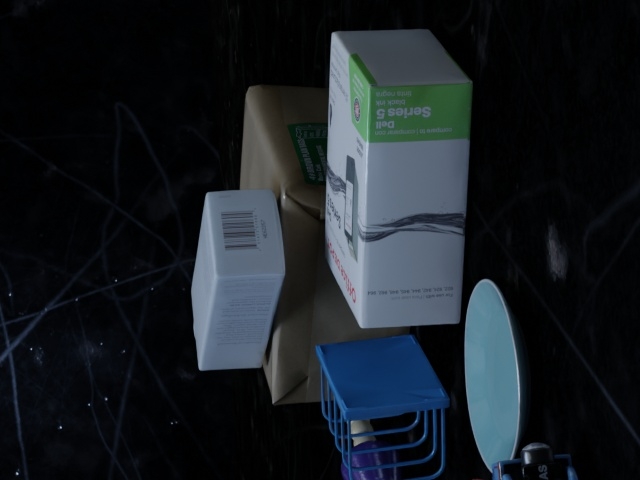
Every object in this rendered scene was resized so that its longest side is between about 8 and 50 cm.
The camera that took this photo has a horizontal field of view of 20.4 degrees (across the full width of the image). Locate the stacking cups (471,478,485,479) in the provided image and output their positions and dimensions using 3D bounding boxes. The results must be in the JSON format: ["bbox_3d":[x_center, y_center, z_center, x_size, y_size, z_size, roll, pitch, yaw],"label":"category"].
[{"bbox_3d":[0.113,0.381,1.702,0.316,0.096,0.096,-66,15,8],"label":"stacking cups"}]

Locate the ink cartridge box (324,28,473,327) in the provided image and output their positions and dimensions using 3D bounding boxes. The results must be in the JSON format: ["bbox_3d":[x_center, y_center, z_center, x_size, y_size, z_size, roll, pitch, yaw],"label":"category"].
[{"bbox_3d":[0.079,-0.068,1.896,0.198,0.114,0.273,-116,26,-65],"label":"ink cartridge box"}]

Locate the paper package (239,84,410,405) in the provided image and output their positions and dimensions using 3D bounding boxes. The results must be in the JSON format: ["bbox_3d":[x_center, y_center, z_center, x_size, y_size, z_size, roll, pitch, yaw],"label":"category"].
[{"bbox_3d":[0.000,0.000,2.208,0.325,0.168,0.310,-111,20,-61],"label":"paper package"}]

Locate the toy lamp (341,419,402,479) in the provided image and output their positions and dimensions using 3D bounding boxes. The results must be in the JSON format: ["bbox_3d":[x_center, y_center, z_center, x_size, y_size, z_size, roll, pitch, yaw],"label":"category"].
[{"bbox_3d":[0.049,0.237,2.245,0.275,0.080,0.080,-111,21,-57],"label":"toy lamp"}]

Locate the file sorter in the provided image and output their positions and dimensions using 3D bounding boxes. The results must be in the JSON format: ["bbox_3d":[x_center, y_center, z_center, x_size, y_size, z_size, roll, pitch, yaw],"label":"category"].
[{"bbox_3d":[0.070,0.193,2.023,0.170,0.118,0.105,-117,22,-66],"label":"file sorter"}]

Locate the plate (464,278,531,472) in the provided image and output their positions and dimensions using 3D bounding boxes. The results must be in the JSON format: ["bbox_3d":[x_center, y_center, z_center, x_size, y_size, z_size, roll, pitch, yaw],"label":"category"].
[{"bbox_3d":[0.172,0.130,1.699,0.188,0.024,0.188,177,90,-80],"label":"plate"}]

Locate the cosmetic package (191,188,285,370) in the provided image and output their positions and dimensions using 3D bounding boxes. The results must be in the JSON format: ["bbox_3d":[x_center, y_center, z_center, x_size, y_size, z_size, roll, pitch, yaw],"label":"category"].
[{"bbox_3d":[-0.099,0.049,2.074,0.231,0.085,0.117,103,162,-59],"label":"cosmetic package"}]

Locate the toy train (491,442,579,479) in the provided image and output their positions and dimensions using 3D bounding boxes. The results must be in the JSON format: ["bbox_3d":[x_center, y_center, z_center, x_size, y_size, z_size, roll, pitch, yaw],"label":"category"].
[{"bbox_3d":[0.190,0.264,1.505,0.105,0.080,0.184,95,168,-81],"label":"toy train"}]
